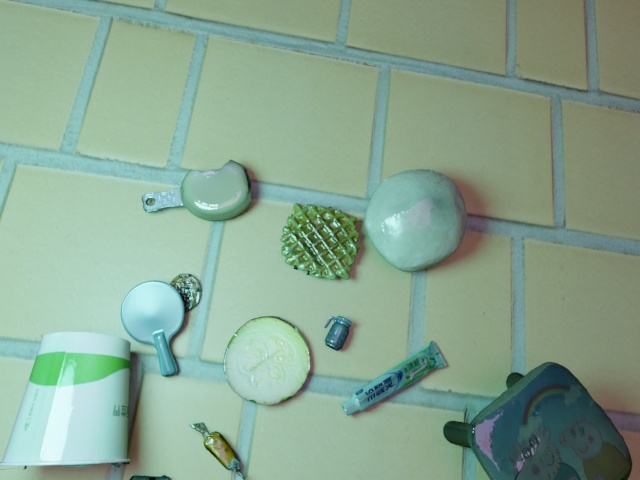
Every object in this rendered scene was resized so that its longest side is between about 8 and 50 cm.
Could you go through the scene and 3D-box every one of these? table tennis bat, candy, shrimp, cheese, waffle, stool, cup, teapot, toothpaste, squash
[{"bbox_3d":[-0.397,0.215,1.192,0.149,0.038,0.237,-17,87,-13],"label":"table tennis bat"},{"bbox_3d":[0.260,-0.062,1.302,0.296,0.185,0.295,3,76,-12],"label":"candy"},{"bbox_3d":[-0.371,0.155,1.235,0.091,0.034,0.161,43,73,5],"label":"shrimp"},{"bbox_3d":[-0.328,-0.125,1.299,0.287,0.082,0.163,-8,74,-8],"label":"cheese"},{"bbox_3d":[0.000,0.000,1.317,0.214,0.054,0.207,10,76,2],"label":"waffle"},{"bbox_3d":[0.494,0.483,1.150,0.311,0.226,0.310,-30,80,-15],"label":"stool"},{"bbox_3d":[-0.527,0.349,1.059,0.254,0.253,0.273,2,67,-7],"label":"cup"},{"bbox_3d":[0.042,0.239,1.261,0.049,0.064,0.083,39,67,-28],"label":"teapot"},{"bbox_3d":[0.188,0.356,1.243,0.297,0.048,0.074,-26,78,-16],"label":"toothpaste"},{"bbox_3d":[-0.132,0.301,1.224,0.220,0.041,0.219,4,70,-10],"label":"squash"},{"bbox_3d":[-0.236,0.488,1.145,0.182,0.053,0.046,43,61,7],"label":"candy"}]

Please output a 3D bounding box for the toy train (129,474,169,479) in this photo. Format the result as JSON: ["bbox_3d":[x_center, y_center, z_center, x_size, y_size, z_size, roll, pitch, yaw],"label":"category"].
[{"bbox_3d":[-0.400,0.727,1.038,0.086,0.089,0.408,8,72,-10],"label":"toy train"}]
